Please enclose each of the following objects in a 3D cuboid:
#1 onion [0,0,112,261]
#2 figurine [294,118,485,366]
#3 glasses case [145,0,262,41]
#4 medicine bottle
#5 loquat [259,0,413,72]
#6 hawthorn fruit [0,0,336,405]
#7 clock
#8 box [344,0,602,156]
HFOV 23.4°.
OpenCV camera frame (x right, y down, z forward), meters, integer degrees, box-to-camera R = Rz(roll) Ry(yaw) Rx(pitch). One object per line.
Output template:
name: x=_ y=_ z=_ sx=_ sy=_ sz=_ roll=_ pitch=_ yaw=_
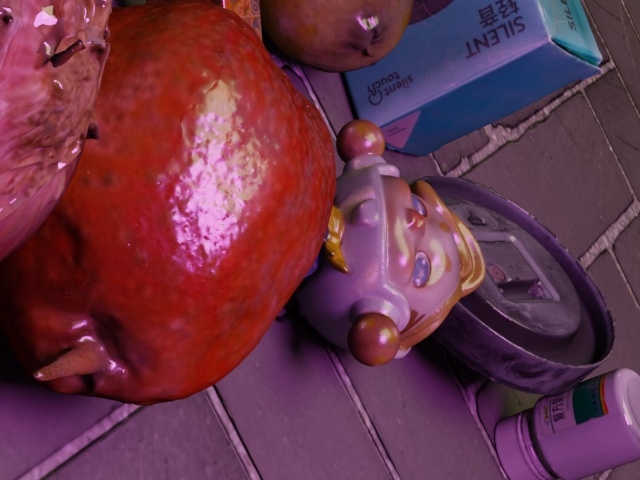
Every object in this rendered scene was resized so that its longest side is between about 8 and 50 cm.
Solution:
onion: x=-0.225 y=-0.107 z=0.648 sx=0.353 sy=0.353 sz=0.354 roll=38 pitch=39 yaw=-39
figurine: x=-0.002 y=0.008 z=1.120 sx=0.274 sy=0.133 sz=0.194 roll=-2 pitch=67 yaw=-48
glasses case: x=-0.084 y=-0.202 z=1.092 sx=0.049 sy=0.075 sz=0.218 roll=-18 pitch=108 yaw=-52
medicine bottle: x=0.224 y=0.167 z=1.349 sx=0.080 sy=0.130 sz=0.080 roll=39 pitch=39 yaw=-40
loquat: x=0.008 y=-0.233 z=1.292 sx=0.152 sy=0.152 sz=0.195 roll=27 pitch=39 yaw=-48
hawthorn fruit: x=-0.109 y=-0.007 z=0.880 sx=0.210 sy=0.210 sz=0.262 roll=48 pitch=47 yaw=-28
clock: x=0.153 y=0.037 z=1.334 sx=0.226 sy=0.049 sz=0.226 roll=26 pitch=31 yaw=-17
box: x=0.101 y=-0.260 z=1.395 sx=0.118 sy=0.205 sz=0.311 roll=4 pitch=66 yaw=-56
